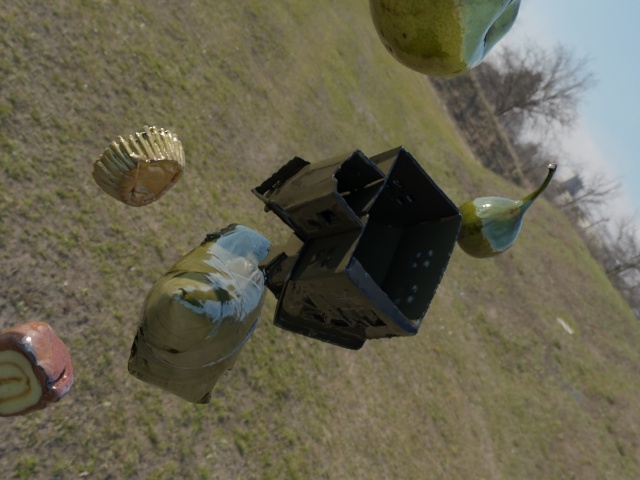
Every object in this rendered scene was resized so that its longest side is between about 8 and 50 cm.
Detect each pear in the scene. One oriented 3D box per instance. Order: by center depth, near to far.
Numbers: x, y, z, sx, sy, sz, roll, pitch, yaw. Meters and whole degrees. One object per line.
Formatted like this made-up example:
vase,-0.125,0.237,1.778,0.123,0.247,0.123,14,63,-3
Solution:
pear,0.149,-0.310,0.794,0.197,0.197,0.197,52,19,-26

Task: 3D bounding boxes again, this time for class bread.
bread,-0.680,0.293,1.422,0.190,0.245,0.123,68,18,-4
bread,-0.519,-0.203,1.839,0.274,0.274,0.149,29,29,-60

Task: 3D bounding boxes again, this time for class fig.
fig,0.359,-0.062,1.208,0.124,0.236,0.124,41,22,-20

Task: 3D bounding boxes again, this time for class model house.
model house,0.000,0.000,0.770,0.204,0.243,0.211,46,53,-26

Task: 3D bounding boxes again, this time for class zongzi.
zongzi,-0.135,0.044,0.834,0.145,0.300,0.273,25,54,1
